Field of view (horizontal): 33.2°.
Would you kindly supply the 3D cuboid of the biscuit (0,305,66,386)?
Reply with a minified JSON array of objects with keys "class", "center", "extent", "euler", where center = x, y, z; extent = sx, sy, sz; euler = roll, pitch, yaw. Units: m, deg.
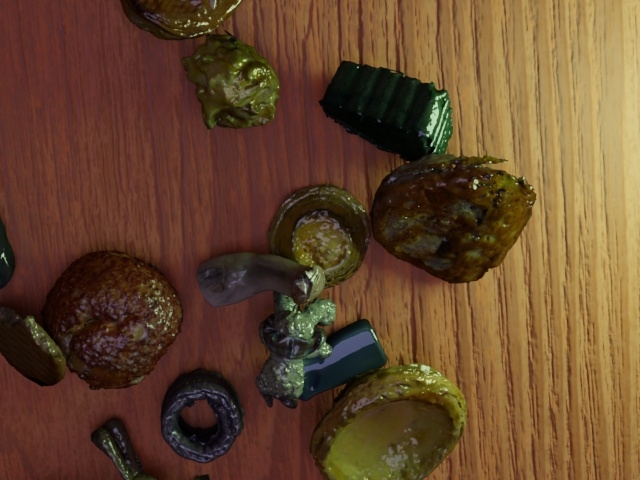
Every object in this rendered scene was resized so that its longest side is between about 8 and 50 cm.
[{"class":"biscuit","center":[-0.504,0.162,1.794],"extent":[0.228,0.176,0.031],"euler":[41,52,18]}]

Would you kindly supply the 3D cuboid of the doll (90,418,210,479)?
[{"class":"doll","center":[-0.299,0.454,1.874],"extent":[0.286,0.202,0.091],"euler":[41,113,-16]}]

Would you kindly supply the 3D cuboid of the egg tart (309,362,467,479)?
[{"class":"egg tart","center":[0.113,0.320,1.896],"extent":[0.294,0.123,0.294],"euler":[-8,127,-11]}]

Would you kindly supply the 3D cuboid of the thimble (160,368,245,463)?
[{"class":"thimble","center":[-0.209,0.307,1.892],"extent":[0.150,0.098,0.150],"euler":[-1,103,-4]}]

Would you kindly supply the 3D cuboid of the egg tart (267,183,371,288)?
[{"class":"egg tart","center":[0.000,0.000,1.858],"extent":[0.191,0.074,0.191],"euler":[-2,105,-6]}]

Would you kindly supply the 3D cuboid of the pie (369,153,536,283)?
[{"class":"pie","center":[0.218,-0.045,1.807],"extent":[0.308,0.085,0.308],"euler":[1,142,0]}]

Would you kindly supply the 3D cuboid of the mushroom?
[{"class":"mushroom","center":[-0.098,0.064,1.824],"extent":[0.223,0.092,0.081],"euler":[-1,144,18]}]

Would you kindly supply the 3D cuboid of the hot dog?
[{"class":"hot dog","center":[-0.203,-0.442,1.711],"extent":[0.196,0.122,0.272],"euler":[34,91,-8]}]

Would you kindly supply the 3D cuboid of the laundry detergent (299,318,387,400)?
[{"class":"laundry detergent","center":[0.012,0.223,1.915],"extent":[0.206,0.061,0.096],"euler":[-28,111,2]}]

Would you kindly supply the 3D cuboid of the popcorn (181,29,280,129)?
[{"class":"popcorn","center":[-0.145,-0.263,1.732],"extent":[0.142,0.173,0.173],"euler":[-32,105,27]}]

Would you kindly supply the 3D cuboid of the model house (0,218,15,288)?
[{"class":"model house","center":[-0.657,0.043,1.694],"extent":[0.271,0.301,0.190],"euler":[-18,97,-1]}]

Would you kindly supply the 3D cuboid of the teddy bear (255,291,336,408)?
[{"class":"teddy bear","center":[-0.048,0.180,1.835],"extent":[0.133,0.111,0.213],"euler":[14,76,8]}]

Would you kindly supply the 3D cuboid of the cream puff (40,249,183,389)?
[{"class":"cream puff","center":[-0.356,0.138,1.812],"extent":[0.240,0.164,0.240],"euler":[-1,109,-4]}]

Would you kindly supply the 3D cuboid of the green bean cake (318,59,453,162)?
[{"class":"green bean cake","center":[0.114,-0.210,1.792],"extent":[0.208,0.193,0.107],"euler":[19,82,14]}]
